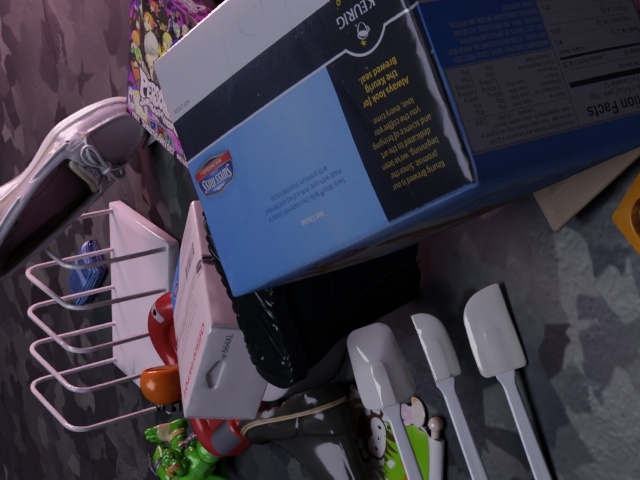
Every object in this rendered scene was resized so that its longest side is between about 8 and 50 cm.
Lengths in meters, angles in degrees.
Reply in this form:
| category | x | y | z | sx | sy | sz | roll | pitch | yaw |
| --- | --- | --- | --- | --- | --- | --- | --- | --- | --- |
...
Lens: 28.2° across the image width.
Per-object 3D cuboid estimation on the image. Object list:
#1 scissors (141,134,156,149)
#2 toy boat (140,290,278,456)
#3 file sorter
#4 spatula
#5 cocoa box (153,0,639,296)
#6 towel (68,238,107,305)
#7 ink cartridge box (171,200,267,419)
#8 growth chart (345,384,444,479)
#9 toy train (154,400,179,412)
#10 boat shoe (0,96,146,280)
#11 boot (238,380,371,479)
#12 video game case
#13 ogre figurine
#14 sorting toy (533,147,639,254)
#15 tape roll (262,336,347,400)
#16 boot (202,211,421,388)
| category | x | y | z | sx | sy | sz | roll | pitch | yaw |
| --- | --- | --- | --- | --- | --- | --- | --- | --- | --- |
| scissors | -0.182 | -0.168 | 1.699 | 0.109 | 0.021 | 0.297 | 62 | 143 | 20 |
| toy boat | -0.168 | 0.174 | 1.661 | 0.151 | 0.151 | 0.231 | -46 | 62 | 42 |
| file sorter | -0.327 | 0.112 | 1.881 | 0.193 | 0.173 | 0.277 | 30 | 125 | 49 |
| spatula | 0.134 | 0.181 | 1.243 | 0.019 | 0.168 | 0.242 | 2 | -111 | -80 |
| cocoa box | 0.062 | -0.118 | 1.031 | 0.347 | 0.231 | 0.228 | -26 | 82 | 54 |
| towel | -0.385 | 0.054 | 2.082 | 0.067 | 0.029 | 0.119 | 64 | 146 | 22 |
| ink cartridge box | -0.108 | 0.078 | 1.413 | 0.203 | 0.086 | 0.148 | -104 | 25 | -46 |
| growth chart | 0.067 | 0.247 | 1.458 | 0.237 | 0.021 | 0.172 | 9 | 107 | 55 |
| toy train | -0.208 | 0.193 | 1.780 | 0.158 | 0.036 | 0.027 | -81 | -6 | -65 |
| boat shoe | -0.361 | -0.070 | 1.775 | 0.103 | 0.320 | 0.118 | 41 | 168 | 43 |
| boot | -0.021 | 0.256 | 1.512 | 0.198 | 0.077 | 0.137 | -31 | 78 | 56 |
| video game case | -0.174 | -0.207 | 1.618 | 0.232 | 0.042 | 0.210 | 43 | 136 | 40 |
| ogre figurine | -0.181 | 0.289 | 1.794 | 0.197 | 0.097 | 0.118 | -41 | 48 | 19 |
| sorting toy | 0.215 | -0.127 | 1.080 | 0.347 | 0.047 | 0.196 | 65 | 149 | 19 |
| tape roll | -0.058 | 0.081 | 1.546 | 0.219 | 0.072 | 0.219 | 24 | 119 | 52 |
| boot | 0.000 | 0.000 | 1.269 | 0.094 | 0.207 | 0.246 | 15 | 130 | 43 |
